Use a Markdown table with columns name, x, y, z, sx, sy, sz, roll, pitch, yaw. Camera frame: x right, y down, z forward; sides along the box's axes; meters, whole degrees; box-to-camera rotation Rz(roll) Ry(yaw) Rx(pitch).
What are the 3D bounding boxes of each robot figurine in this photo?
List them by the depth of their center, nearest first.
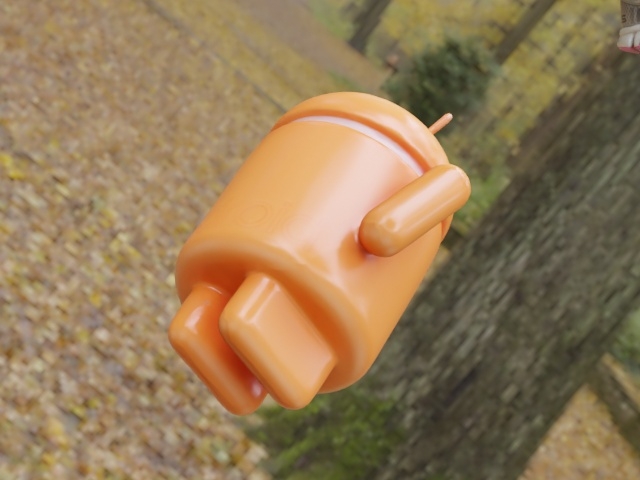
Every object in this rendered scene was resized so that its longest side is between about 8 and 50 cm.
| name | x | y | z | sx | sy | sz | roll | pitch | yaw |
| --- | --- | --- | --- | --- | --- | --- | --- | --- | --- |
| robot figurine | 0.002 | 0.000 | 0.836 | 0.128 | 0.219 | 0.158 | 28 | -38 | 6 |

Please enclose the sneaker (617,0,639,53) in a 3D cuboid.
| name | x | y | z | sx | sy | sz | roll | pitch | yaw |
| --- | --- | --- | --- | --- | --- | --- | --- | --- | --- |
| sneaker | 0.310 | -0.206 | 1.174 | 0.063 | 0.170 | 0.074 | -7 | 86 | -42 |
